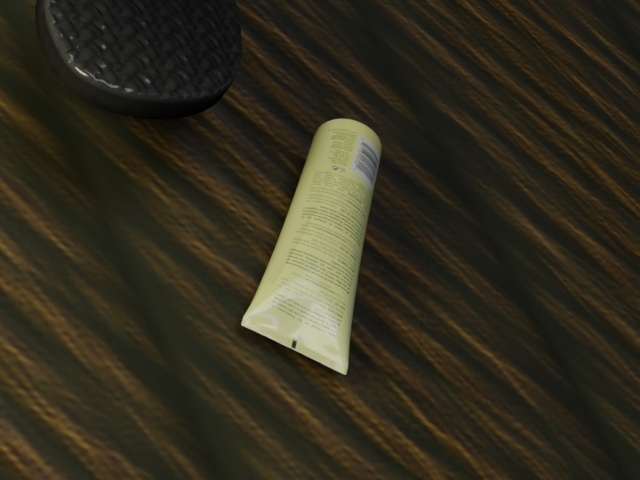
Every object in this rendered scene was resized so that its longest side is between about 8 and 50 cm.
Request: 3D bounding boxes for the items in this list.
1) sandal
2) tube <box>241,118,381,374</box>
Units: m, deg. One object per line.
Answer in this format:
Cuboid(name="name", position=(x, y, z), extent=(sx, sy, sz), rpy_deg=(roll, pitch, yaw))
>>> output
Cuboid(name="sandal", position=(-0.157, -0.198, 1.423), extent=(0.168, 0.107, 0.445), rpy_deg=(25, 28, -16))
Cuboid(name="tube", position=(0.000, 0.000, 1.379), extent=(0.070, 0.062, 0.240), rpy_deg=(-3, 44, 17))
